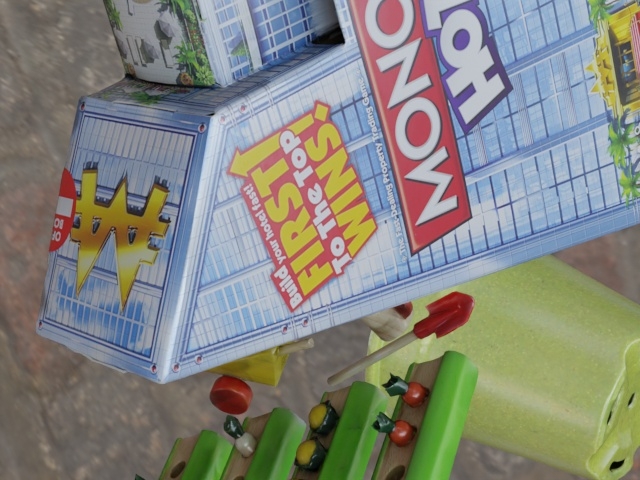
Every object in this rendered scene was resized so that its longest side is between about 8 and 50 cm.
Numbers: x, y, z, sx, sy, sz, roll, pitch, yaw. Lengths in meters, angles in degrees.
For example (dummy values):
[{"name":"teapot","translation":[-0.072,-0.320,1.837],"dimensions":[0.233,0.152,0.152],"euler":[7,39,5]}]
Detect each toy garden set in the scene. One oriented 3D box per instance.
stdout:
[{"name":"toy garden set","translation":[-0.016,0.096,0.875],"dimensions":[0.049,0.244,0.204],"euler":[46,44,-24]}]

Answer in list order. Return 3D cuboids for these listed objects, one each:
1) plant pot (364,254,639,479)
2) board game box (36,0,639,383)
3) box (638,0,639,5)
[{"name":"plant pot","translation":[0.229,0.127,1.570],"dimensions":[0.276,0.253,0.276],"euler":[-34,137,-40]},{"name":"board game box","translation":[0.002,-0.057,0.396],"dimensions":[0.194,0.060,0.194],"euler":[-32,119,-33]},{"name":"box","translation":[0.343,-0.223,1.649],"dimensions":[0.097,0.318,0.395],"euler":[-27,81,18]}]
